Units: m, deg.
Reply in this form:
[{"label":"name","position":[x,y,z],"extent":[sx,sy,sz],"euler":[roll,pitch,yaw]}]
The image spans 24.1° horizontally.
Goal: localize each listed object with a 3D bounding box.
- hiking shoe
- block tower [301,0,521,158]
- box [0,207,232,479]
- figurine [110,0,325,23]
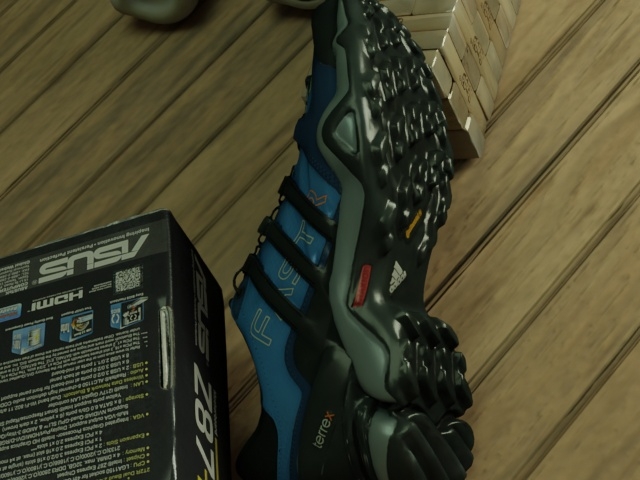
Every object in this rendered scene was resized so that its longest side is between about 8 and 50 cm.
[{"label":"hiking shoe","position":[0.000,0.000,0.842],"extent":[0.132,0.113,0.304],"euler":[-13,67,27]},{"label":"block tower","position":[0.086,-0.195,1.034],"extent":[0.097,0.091,0.335],"euler":[-1,52,28]},{"label":"box","position":[-0.241,0.171,0.801],"extent":[0.395,0.097,0.318],"euler":[-16,46,10]},{"label":"figurine","position":[-0.048,-0.269,1.186],"extent":[0.215,0.092,0.209],"euler":[-1,42,27]}]
